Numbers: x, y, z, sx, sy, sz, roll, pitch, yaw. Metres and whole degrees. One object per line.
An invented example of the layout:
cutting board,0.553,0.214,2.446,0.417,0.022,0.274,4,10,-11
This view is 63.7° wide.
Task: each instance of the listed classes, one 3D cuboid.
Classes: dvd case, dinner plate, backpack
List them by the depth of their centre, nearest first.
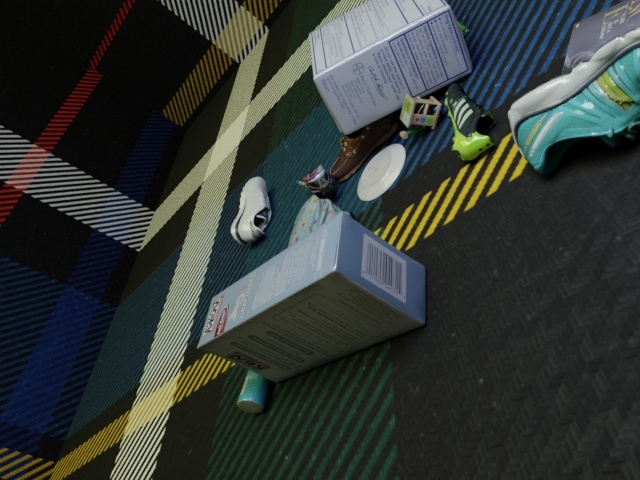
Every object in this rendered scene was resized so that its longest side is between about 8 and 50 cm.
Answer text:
dvd case,0.434,-0.277,0.692,0.221,0.018,0.165,-10,53,55
backpack,0.000,0.000,1.025,0.152,0.115,0.182,-33,33,45
dinner plate,0.123,-0.147,1.084,0.141,0.017,0.141,-42,29,30

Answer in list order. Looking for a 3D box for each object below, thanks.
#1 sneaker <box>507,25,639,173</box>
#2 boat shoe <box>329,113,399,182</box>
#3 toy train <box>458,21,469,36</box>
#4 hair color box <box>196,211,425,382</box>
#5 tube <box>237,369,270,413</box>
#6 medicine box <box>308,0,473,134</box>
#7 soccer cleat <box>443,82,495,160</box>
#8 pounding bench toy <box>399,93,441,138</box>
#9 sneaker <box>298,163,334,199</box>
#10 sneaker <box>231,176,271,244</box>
sneaker,0.366,-0.174,0.629,0.275,0.106,0.110,-32,68,51
boat shoe,0.083,-0.222,1.170,0.207,0.073,0.073,-46,31,24
toy train,0.300,-0.460,1.118,0.024,0.017,0.083,-54,25,28
hair color box,-0.026,0.116,0.864,0.374,0.185,0.114,-33,36,40
tube,-0.116,0.242,1.041,0.080,0.052,0.207,-29,33,36
medicine box,0.134,-0.400,1.091,0.289,0.149,0.264,-23,38,15
soccer cleat,0.258,-0.212,0.887,0.072,0.060,0.179,-25,47,32
pounding bench toy,0.196,-0.238,1.014,0.052,0.065,0.083,-107,23,-56
sneaker,-0.005,-0.131,1.228,0.072,0.077,0.178,-38,7,5
sneaker,-0.178,-0.092,1.479,0.094,0.090,0.235,-19,48,33
